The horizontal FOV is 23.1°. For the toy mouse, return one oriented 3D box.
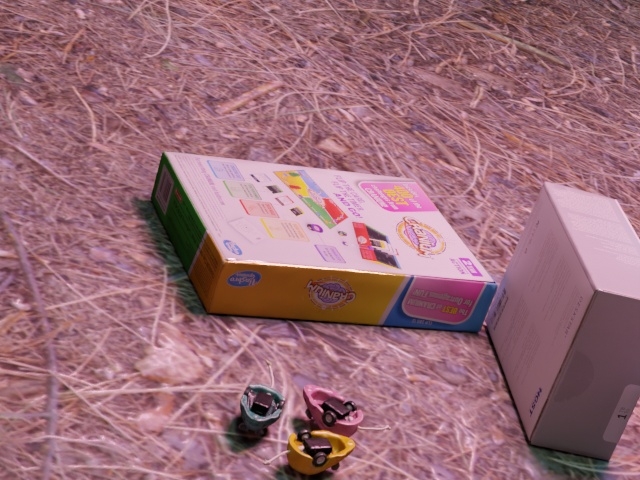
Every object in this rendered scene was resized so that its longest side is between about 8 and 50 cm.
[{"bbox_3d":[-0.021,0.159,1.399,0.161,0.031,0.143,-1,32,-35],"label":"toy mouse"}]

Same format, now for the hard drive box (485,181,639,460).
[{"bbox_3d":[0.255,0.076,1.573,0.089,0.181,0.232,13,26,-12],"label":"hard drive box"}]

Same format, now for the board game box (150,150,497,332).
[{"bbox_3d":[0.000,0.000,1.695,0.317,0.064,0.242,6,28,-24],"label":"board game box"}]
